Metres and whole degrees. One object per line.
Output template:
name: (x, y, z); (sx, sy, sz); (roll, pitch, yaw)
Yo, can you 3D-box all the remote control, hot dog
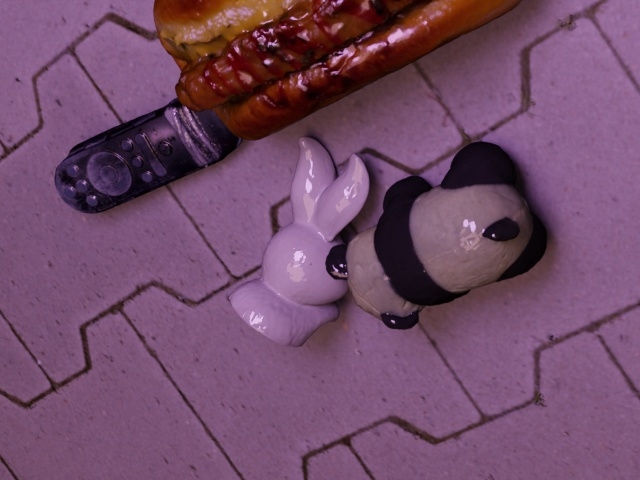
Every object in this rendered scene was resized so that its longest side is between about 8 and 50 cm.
remote control: (-0.194, -0.107, 1.490); (0.266, 0.066, 0.090); (-20, 117, 29)
hot dog: (-0.004, -0.226, 1.231); (0.405, 0.223, 0.185); (-23, 98, 33)

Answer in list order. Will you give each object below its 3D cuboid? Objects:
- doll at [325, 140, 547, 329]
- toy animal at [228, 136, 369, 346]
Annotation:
doll: (0.121, 0.002, 1.331); (0.234, 0.135, 0.143); (-26, 98, 38)
toy animal: (-0.002, 0.001, 1.432); (0.104, 0.131, 0.221); (39, 103, 45)
